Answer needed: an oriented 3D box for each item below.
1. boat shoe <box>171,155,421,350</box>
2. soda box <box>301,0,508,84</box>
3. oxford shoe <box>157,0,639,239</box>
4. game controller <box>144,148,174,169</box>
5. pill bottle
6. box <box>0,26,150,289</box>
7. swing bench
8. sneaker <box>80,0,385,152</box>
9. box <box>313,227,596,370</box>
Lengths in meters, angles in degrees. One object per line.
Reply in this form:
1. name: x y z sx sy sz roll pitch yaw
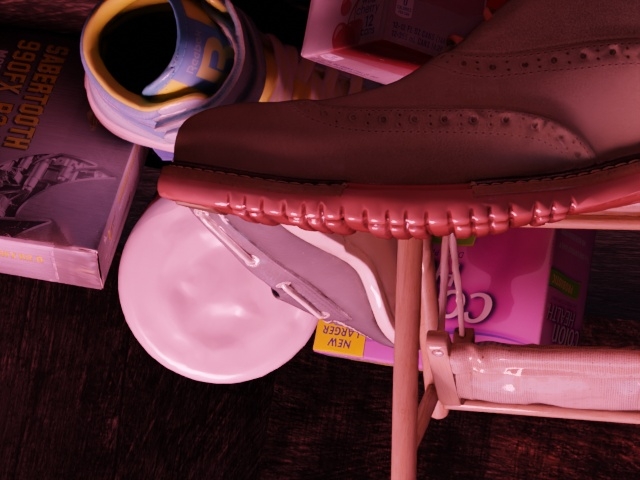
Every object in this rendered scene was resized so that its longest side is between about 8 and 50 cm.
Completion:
1. boat shoe: 0.000 0.000 0.929 0.099 0.116 0.319 -5 154 24
2. soda box: 0.125 -0.120 0.745 0.263 0.083 0.092 12 174 -32
3. oxford shoe: 0.112 -0.077 0.627 0.397 0.146 0.140 -5 180 1
4. game controller: -0.128 -0.111 1.276 0.167 0.067 0.319 9 174 2
5. pill bottle: -0.084 0.005 1.159 0.176 0.176 0.318 10 -169 -3
6. box: -0.244 -0.078 1.035 0.183 0.231 0.056 9 143 4
7. swing bench: 0.184 0.054 0.884 0.253 0.254 0.165 2 -161 15
8. sneaker: -0.033 -0.107 0.915 0.319 0.127 0.208 9 175 0
9. box: 0.129 0.002 1.113 0.214 0.242 0.117 7 174 30
